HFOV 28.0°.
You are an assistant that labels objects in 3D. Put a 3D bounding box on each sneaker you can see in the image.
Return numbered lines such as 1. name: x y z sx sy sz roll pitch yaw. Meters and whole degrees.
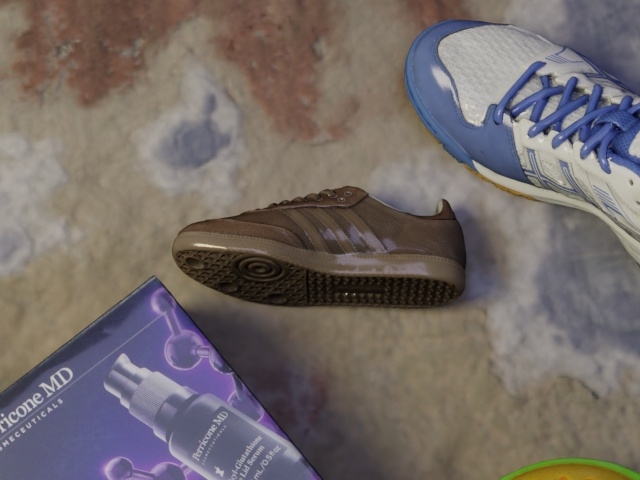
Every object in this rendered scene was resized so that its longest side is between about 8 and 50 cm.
1. sneaker: 0.189 -0.066 0.814 0.296 0.131 0.112 32 78 8
2. sneaker: 0.000 0.000 0.831 0.188 0.066 0.071 7 59 -6

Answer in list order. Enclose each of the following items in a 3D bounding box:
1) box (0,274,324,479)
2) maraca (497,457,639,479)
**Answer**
1. box: -0.091 0.151 0.755 0.153 0.108 0.207 -40 81 -11
2. maraca: 0.128 0.197 0.764 0.186 0.099 0.127 -15 65 19
